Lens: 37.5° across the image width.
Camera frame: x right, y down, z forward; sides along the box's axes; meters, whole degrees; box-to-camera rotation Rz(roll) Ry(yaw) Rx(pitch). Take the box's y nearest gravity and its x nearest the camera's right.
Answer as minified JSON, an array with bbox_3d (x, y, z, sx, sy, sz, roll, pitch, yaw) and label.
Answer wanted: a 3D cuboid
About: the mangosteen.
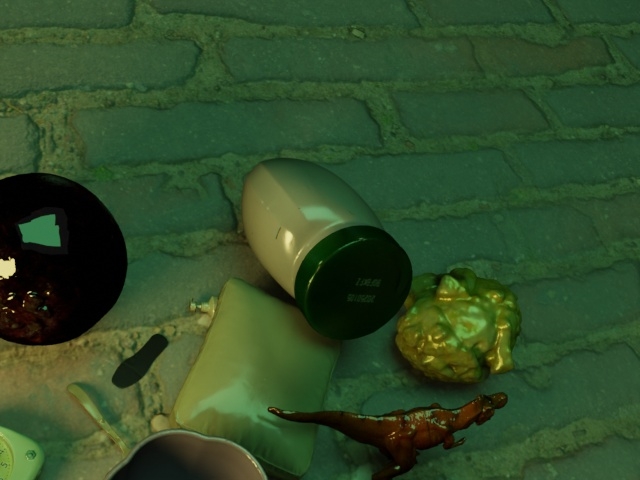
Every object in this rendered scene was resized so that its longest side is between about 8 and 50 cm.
[{"bbox_3d":[-0.454,0.020,1.562,0.297,0.297,0.313,33,39,4],"label":"mangosteen"}]

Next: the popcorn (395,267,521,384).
[{"bbox_3d":[0.271,0.167,1.820,0.256,0.195,0.255,-24,60,-15],"label":"popcorn"}]

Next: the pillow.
[{"bbox_3d":[-0.101,0.237,1.648,0.255,0.120,0.322,26,51,-11],"label":"pillow"}]

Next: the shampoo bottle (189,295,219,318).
[{"bbox_3d":[-0.176,0.127,1.761,0.141,0.034,0.049,5,66,-18],"label":"shampoo bottle"}]

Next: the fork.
[{"bbox_3d":[-0.349,0.316,1.555,0.219,0.028,0.034,42,58,16],"label":"fork"}]

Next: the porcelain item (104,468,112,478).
[{"bbox_3d":[-0.344,0.424,1.471,0.075,0.021,0.136,41,50,10],"label":"porcelain item"}]

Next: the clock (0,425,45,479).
[{"bbox_3d":[-0.526,0.344,1.430,0.188,0.060,0.148,28,50,0],"label":"clock"}]

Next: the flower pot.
[{"bbox_3d":[-0.207,0.445,1.371,0.265,0.243,0.265,10,50,-13],"label":"flower pot"}]

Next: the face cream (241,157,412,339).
[{"bbox_3d":[0.000,0.000,1.745,0.312,0.219,0.357,44,4,-38],"label":"face cream"}]

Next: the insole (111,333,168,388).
[{"bbox_3d":[-0.316,0.211,1.657,0.045,0.002,0.135,36,50,4],"label":"insole"}]

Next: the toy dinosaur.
[{"bbox_3d":[0.119,0.347,1.619,0.431,0.208,0.097,-6,40,-17],"label":"toy dinosaur"}]
